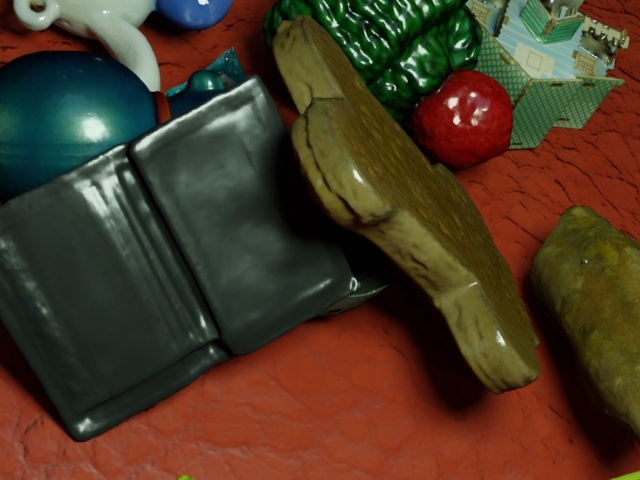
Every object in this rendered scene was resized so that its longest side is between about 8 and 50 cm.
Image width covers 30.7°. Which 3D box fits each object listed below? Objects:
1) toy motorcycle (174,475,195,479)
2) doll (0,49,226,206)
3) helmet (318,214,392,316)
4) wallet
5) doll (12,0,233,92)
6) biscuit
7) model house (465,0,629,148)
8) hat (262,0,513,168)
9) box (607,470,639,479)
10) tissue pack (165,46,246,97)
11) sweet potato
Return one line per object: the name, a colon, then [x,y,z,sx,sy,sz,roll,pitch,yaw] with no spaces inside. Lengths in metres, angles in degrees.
toy motorcycle: [-0.138,0.352,0.881,0.191,0.200,0.326,39,37,10]
doll: [-0.216,-0.099,1.185,0.322,0.186,0.198,-3,12,-22]
helmet: [-0.008,0.015,1.261,0.153,0.107,0.177,26,33,-16]
wallet: [-0.143,0.021,1.105,0.323,0.041,0.247,-29,108,-13]
doll: [-0.222,-0.360,1.413,0.365,0.187,0.376,-38,102,-31]
biscuit: [0.087,-0.026,1.226,0.394,0.076,0.368,44,20,-33]
model house: [0.269,-0.233,1.544,0.271,0.178,0.206,28,48,-5]
hat: [0.112,-0.229,1.451,0.274,0.242,0.332,-42,90,-5]
box: [0.292,0.282,1.151,0.220,0.141,0.064,-7,56,-27]
tissue pack: [-0.131,-0.164,1.384,0.138,0.028,0.085,-44,121,-45]
sweet potato: [0.336,0.098,1.281,0.158,0.158,0.370,9,31,-18]
